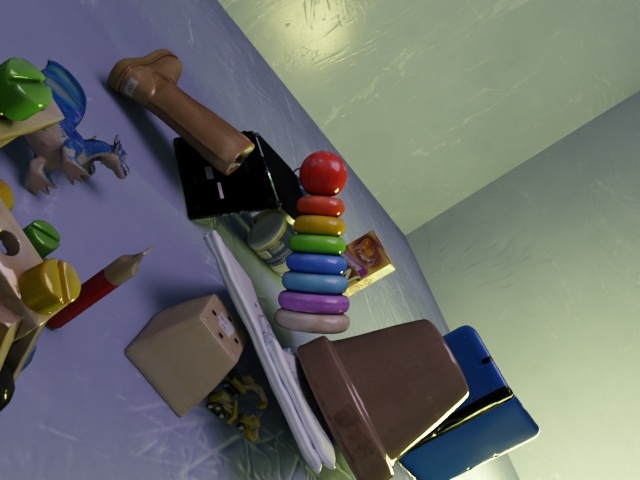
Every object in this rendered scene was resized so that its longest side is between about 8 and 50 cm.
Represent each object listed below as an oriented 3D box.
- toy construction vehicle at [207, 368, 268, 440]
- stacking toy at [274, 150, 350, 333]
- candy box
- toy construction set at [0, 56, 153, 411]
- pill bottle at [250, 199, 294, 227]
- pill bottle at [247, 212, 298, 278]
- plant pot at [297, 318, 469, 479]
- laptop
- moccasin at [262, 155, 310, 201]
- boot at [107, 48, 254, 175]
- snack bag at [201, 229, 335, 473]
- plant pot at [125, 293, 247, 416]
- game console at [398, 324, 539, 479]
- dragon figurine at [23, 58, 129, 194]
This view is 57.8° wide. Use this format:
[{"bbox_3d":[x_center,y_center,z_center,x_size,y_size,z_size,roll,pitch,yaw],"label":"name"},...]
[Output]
[{"bbox_3d":[-0.109,0.223,0.806,0.098,0.035,0.086,51,15,-23],"label":"toy construction vehicle"},{"bbox_3d":[0.000,0.000,1.073,0.141,0.141,0.330,9,87,-72],"label":"stacking toy"},{"bbox_3d":[0.081,0.070,1.470,0.053,0.187,0.109,40,21,-58],"label":"candy box"},{"bbox_3d":[-0.239,-0.004,0.444,0.257,0.237,0.309,61,14,14],"label":"toy construction set"},{"bbox_3d":[-0.093,-0.053,1.296,0.065,0.116,0.065,52,15,-20],"label":"pill bottle"},{"bbox_3d":[-0.071,0.028,1.241,0.169,0.094,0.094,48,17,-33],"label":"pill bottle"},{"bbox_3d":[0.116,0.247,0.982,0.263,0.229,0.263,63,-2,4],"label":"plant pot"},{"bbox_3d":[-0.146,-0.099,1.174,0.136,0.264,0.234,99,-23,-47],"label":"laptop"},{"bbox_3d":[-0.089,-0.141,1.468,0.342,0.138,0.117,39,18,-54],"label":"moccasin"},{"bbox_3d":[-0.244,-0.247,1.120,0.269,0.089,0.236,36,29,-3],"label":"boot"},{"bbox_3d":[-0.063,0.168,0.867,0.342,0.037,0.323,62,-5,15],"label":"snack bag"},{"bbox_3d":[-0.155,0.131,0.725,0.109,0.096,0.109,54,15,-12],"label":"plant pot"},{"bbox_3d":[0.280,0.370,1.274,0.173,0.293,0.250,37,24,-58],"label":"game console"},{"bbox_3d":[-0.335,-0.156,0.697,0.144,0.085,0.289,-104,171,-46],"label":"dragon figurine"}]
